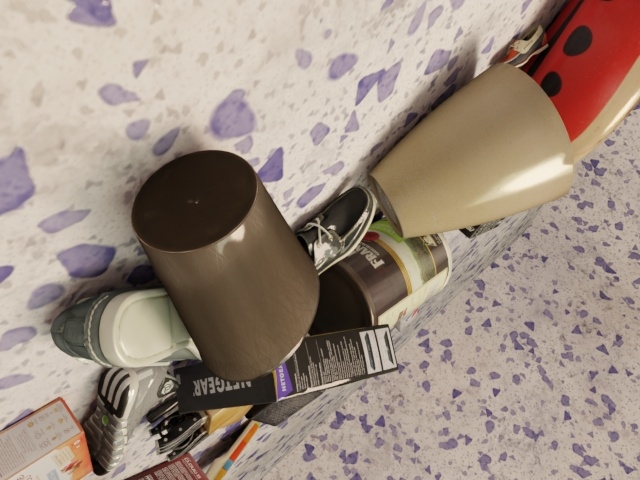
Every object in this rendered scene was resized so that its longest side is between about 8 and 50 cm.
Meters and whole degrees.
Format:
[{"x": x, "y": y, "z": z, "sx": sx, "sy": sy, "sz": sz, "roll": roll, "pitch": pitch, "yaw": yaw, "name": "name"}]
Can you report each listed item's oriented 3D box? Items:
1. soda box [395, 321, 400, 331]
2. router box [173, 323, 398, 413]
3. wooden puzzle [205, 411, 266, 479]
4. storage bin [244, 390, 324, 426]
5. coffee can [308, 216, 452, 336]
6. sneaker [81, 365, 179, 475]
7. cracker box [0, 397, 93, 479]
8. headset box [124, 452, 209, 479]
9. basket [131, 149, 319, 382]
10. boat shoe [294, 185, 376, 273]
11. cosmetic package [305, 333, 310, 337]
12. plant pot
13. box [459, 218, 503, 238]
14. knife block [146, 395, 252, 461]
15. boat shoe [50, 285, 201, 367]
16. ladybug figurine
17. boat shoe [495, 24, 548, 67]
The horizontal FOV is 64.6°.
[{"x": 0.277, "y": 0.234, "z": 1.769, "sx": 0.091, "sy": 0.098, "sz": 0.286, "roll": -42, "pitch": 158, "yaw": -9, "name": "soda box"}, {"x": -0.066, "y": 0.215, "z": 0.843, "sx": 0.242, "sy": 0.081, "sz": 0.308, "roll": 0, "pitch": 163, "yaw": -41, "name": "router box"}, {"x": -0.266, "y": 0.650, "z": 1.535, "sx": 0.238, "sy": 0.044, "sz": 0.221, "roll": -34, "pitch": 159, "yaw": -57, "name": "wooden puzzle"}, {"x": -0.087, "y": 0.315, "z": 1.129, "sx": 0.180, "sy": 0.122, "sz": 0.084, "roll": -41, "pitch": 131, "yaw": 19, "name": "storage bin"}, {"x": 0.104, "y": 0.075, "z": 1.003, "sx": 0.275, "sy": 0.201, "sz": 0.202, "roll": -26, "pitch": 152, "yaw": -42, "name": "coffee can"}, {"x": -0.285, "y": 0.265, "z": 0.789, "sx": 0.132, "sy": 0.086, "sz": 0.229, "roll": -19, "pitch": 146, "yaw": -54, "name": "sneaker"}, {"x": -0.425, "y": 0.324, "z": 0.654, "sx": 0.232, "sy": 0.067, "sz": 0.156, "roll": -29, "pitch": 153, "yaw": -36, "name": "cracker box"}, {"x": -0.415, "y": 0.644, "z": 1.197, "sx": 0.218, "sy": 0.110, "sz": 0.293, "roll": -50, "pitch": 158, "yaw": 12, "name": "headset box"}, {"x": -0.099, "y": 0.022, "z": 0.568, "sx": 0.227, "sy": 0.154, "sz": 0.204, "roll": 74, "pitch": 34, "yaw": -53, "name": "basket"}, {"x": 0.000, "y": 0.000, "z": 0.835, "sx": 0.233, "sy": 0.084, "sz": 0.079, "roll": -44, "pitch": 160, "yaw": 5, "name": "boat shoe"}, {"x": -0.048, "y": 0.253, "z": 1.240, "sx": 0.099, "sy": 0.060, "sz": 0.239, "roll": -21, "pitch": 148, "yaw": -51, "name": "cosmetic package"}, {"x": 0.232, "y": -0.122, "z": 0.875, "sx": 0.274, "sy": 0.257, "sz": 0.256, "roll": -28, "pitch": 158, "yaw": 0, "name": "plant pot"}, {"x": 0.289, "y": -0.087, "z": 1.076, "sx": 0.190, "sy": 0.184, "sz": 0.045, "roll": -15, "pitch": 145, "yaw": -54, "name": "box"}, {"x": -0.205, "y": 0.301, "z": 0.995, "sx": 0.276, "sy": 0.088, "sz": 0.242, "roll": -49, "pitch": 160, "yaw": 8, "name": "knife block"}, {"x": -0.210, "y": 0.108, "z": 0.669, "sx": 0.099, "sy": 0.116, "sz": 0.319, "roll": -5, "pitch": 173, "yaw": 13, "name": "boat shoe"}, {"x": 0.506, "y": -0.337, "z": 0.982, "sx": 0.305, "sy": 0.161, "sz": 0.449, "roll": -80, "pitch": -165, "yaw": -56, "name": "ladybug figurine"}, {"x": 0.372, "y": -0.355, "z": 0.944, "sx": 0.137, "sy": 0.049, "sz": 0.043, "roll": -36, "pitch": 115, "yaw": -18, "name": "boat shoe"}]
